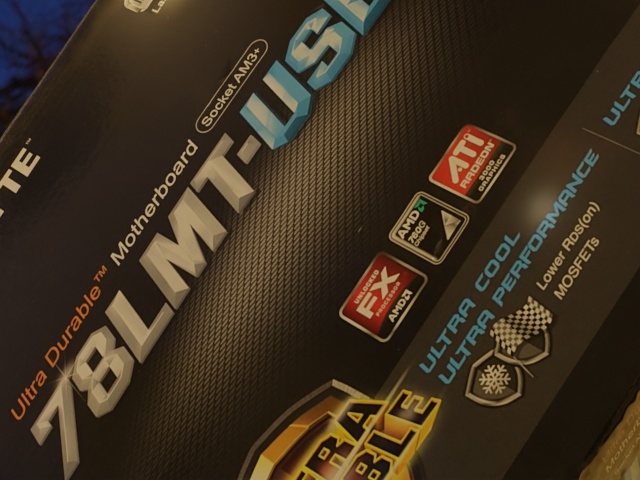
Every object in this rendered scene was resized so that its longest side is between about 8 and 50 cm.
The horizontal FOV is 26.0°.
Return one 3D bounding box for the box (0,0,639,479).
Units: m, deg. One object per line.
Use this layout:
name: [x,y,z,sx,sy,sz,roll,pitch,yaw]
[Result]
box: [0.000,0.000,0.506,0.293,0.295,0.073,31,173,36]
